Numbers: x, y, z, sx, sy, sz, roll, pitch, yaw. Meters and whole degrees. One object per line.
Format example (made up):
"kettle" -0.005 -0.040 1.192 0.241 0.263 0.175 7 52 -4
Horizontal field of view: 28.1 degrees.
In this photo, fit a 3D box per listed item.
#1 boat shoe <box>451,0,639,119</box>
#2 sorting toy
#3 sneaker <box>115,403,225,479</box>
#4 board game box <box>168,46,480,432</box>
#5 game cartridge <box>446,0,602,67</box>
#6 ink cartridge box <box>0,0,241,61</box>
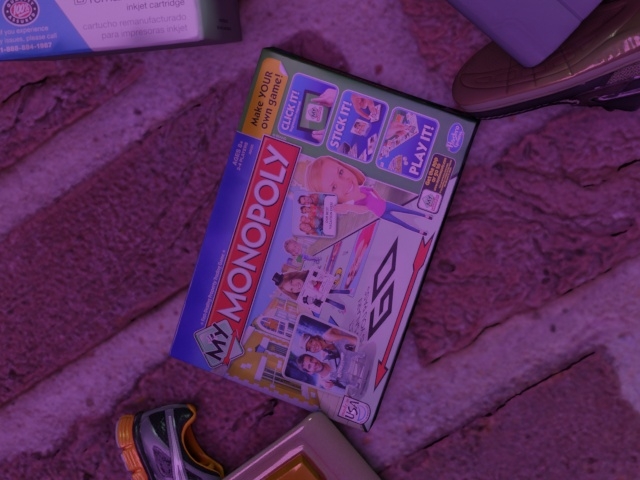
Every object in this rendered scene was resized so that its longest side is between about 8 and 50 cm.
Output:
"boat shoe" 0.256 -0.156 1.111 0.285 0.103 0.092 -20 130 22
"sorting toy" -0.025 0.294 1.238 0.208 0.038 0.193 -38 107 3
"sneaker" -0.127 0.262 1.281 0.083 0.084 0.215 -24 97 3
"board game box" 0.000 0.000 1.222 0.213 0.046 0.317 20 103 8
"game cartridge" 0.198 -0.300 1.005 0.198 0.062 0.297 32 109 -32
"ink cartridge box" -0.193 -0.301 1.125 0.198 0.197 0.270 -5 98 7
